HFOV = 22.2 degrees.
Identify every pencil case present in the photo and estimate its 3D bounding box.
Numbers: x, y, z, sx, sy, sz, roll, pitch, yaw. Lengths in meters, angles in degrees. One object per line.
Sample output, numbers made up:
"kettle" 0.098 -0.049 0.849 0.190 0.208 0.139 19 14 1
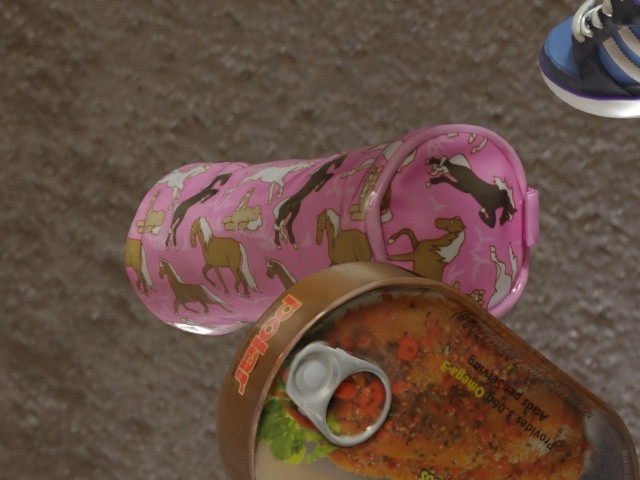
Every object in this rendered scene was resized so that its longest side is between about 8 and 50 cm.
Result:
"pencil case" 0.000 0.000 1.296 0.160 0.167 0.386 52 152 -20

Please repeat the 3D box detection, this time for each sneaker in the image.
"sneaker" 0.267 -0.219 1.296 0.322 0.130 0.236 11 144 51

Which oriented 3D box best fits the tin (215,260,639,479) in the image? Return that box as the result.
"tin" 0.042 0.081 0.588 0.189 0.106 0.040 38 169 -35
